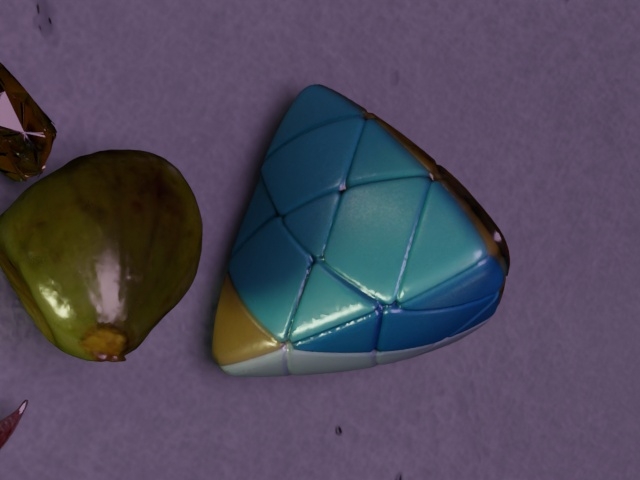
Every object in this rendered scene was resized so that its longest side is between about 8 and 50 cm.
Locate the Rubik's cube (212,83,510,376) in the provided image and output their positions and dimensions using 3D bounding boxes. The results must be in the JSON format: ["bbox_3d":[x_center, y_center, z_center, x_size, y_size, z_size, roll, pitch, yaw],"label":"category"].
[{"bbox_3d":[0.000,0.000,1.289,0.254,0.254,0.254,0,90,-29],"label":"Rubik's cube"}]

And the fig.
[{"bbox_3d":[-0.162,0.016,1.190,0.154,0.165,0.144,1,127,-1],"label":"fig"}]

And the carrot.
[{"bbox_3d":[-0.279,-0.133,1.180,0.229,0.069,0.069,44,70,-22],"label":"carrot"}]

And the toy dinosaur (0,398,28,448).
[{"bbox_3d":[-0.306,0.167,1.180,0.220,0.032,0.108,-29,107,-16],"label":"toy dinosaur"}]
